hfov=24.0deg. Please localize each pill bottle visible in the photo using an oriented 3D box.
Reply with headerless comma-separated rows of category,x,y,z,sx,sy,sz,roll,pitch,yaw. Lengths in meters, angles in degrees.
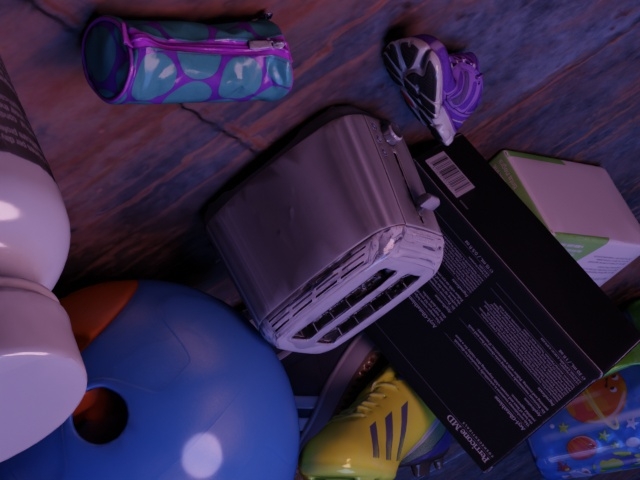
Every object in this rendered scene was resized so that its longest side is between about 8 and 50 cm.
pill bottle,-0.240,-0.035,0.813,0.176,0.319,0.176,-22,154,-11

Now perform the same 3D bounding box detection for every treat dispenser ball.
treat dispenser ball,-0.161,0.178,1.345,0.288,0.288,0.288,-22,155,-11

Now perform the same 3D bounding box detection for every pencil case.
pencil case,-0.093,-0.130,1.079,0.151,0.065,0.070,-6,164,-38

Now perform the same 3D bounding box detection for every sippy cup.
sippy cup,0.386,0.225,2.083,0.224,0.240,0.306,-19,117,8

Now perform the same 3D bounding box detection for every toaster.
toaster,0.000,0.000,1.327,0.227,0.146,0.129,-37,153,22

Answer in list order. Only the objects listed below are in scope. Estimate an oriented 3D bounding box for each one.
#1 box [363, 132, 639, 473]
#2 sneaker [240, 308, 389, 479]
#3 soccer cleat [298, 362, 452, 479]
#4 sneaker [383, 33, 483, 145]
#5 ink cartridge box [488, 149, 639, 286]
box,0.145,0.060,1.433,0.103,0.261,0.184,-28,164,-51
sneaker,-0.049,0.171,1.559,0.282,0.153,0.099,-56,157,9
soccer cleat,0.052,0.176,1.456,0.093,0.121,0.289,1,180,24
sneaker,0.102,-0.142,1.275,0.071,0.068,0.170,-43,163,0
ink cartridge box,0.184,0.036,1.616,0.198,0.115,0.273,5,140,-48
